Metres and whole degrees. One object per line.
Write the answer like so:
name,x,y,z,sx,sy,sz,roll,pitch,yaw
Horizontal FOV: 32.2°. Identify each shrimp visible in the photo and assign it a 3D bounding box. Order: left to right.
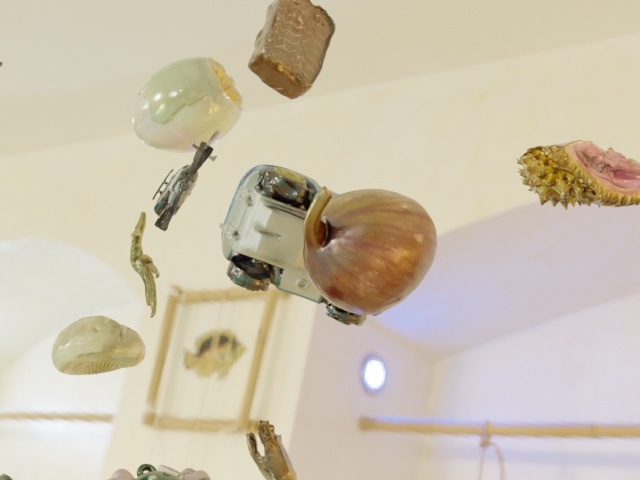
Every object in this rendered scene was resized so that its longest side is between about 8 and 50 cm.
shrimp,-0.112,0.444,2.309,0.143,0.052,0.251,28,-39,35

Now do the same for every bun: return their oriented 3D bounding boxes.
bun,-0.419,0.193,2.098,0.183,0.102,0.183,-9,-15,-2

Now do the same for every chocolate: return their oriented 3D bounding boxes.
chocolate,-0.064,-0.413,2.324,0.148,0.214,0.093,36,-38,-25

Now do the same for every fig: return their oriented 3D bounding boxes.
fig,0.036,0.004,1.423,0.207,0.175,0.175,12,-18,-35

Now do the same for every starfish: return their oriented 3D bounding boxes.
starfish,-0.355,0.045,2.233,0.050,0.223,0.217,-9,-23,8

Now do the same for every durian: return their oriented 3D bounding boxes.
durian,0.521,-0.110,2.197,0.341,0.112,0.191,11,-23,-39

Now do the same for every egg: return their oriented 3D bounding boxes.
egg,-0.273,-0.260,2.204,0.217,0.183,0.183,-31,-36,14

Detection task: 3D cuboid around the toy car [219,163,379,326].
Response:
toy car,0.000,0.000,1.736,0.314,0.198,0.166,19,17,-7

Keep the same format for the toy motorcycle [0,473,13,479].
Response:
toy motorcycle,-0.635,0.573,2.053,0.168,0.237,0.410,29,-34,8

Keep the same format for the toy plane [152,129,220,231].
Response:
toy plane,-0.226,-0.105,1.869,0.053,0.197,0.078,35,-8,-16

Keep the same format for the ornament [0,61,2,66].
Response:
ornament,-0.716,-0.259,2.148,0.106,0.260,0.251,64,-14,-25

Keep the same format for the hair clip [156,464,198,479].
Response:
hair clip,-0.299,0.588,2.066,0.085,0.331,0.101,15,-5,45

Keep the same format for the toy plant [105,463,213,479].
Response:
toy plant,-0.272,0.484,1.931,0.232,0.243,0.112,15,-56,-15
